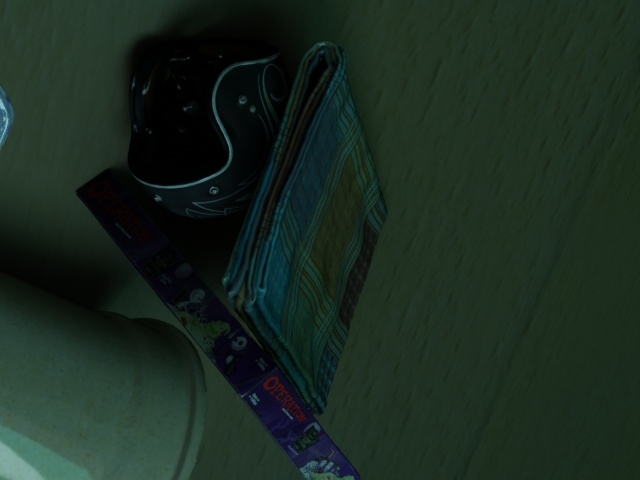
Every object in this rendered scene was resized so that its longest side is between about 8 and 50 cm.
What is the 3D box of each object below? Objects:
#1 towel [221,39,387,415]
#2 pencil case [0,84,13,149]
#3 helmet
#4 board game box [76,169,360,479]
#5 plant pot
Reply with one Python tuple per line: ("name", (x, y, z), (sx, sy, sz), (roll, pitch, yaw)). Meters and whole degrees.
("towel", (0.000, 0.000, 1.651), (0.370, 0.040, 0.271), (65, 40, -64))
("pencil case", (-0.354, -0.136, 1.312), (0.124, 0.273, 0.113), (-8, 121, -39))
("helmet", (-0.101, -0.104, 1.587), (0.169, 0.169, 0.161), (-9, 110, -29))
("board game box", (-0.102, 0.089, 1.606), (0.056, 0.347, 0.208), (-36, 137, -9))
("plant pot", (-0.331, 0.154, 1.551), (0.305, 0.334, 0.334), (36, 99, -35))
